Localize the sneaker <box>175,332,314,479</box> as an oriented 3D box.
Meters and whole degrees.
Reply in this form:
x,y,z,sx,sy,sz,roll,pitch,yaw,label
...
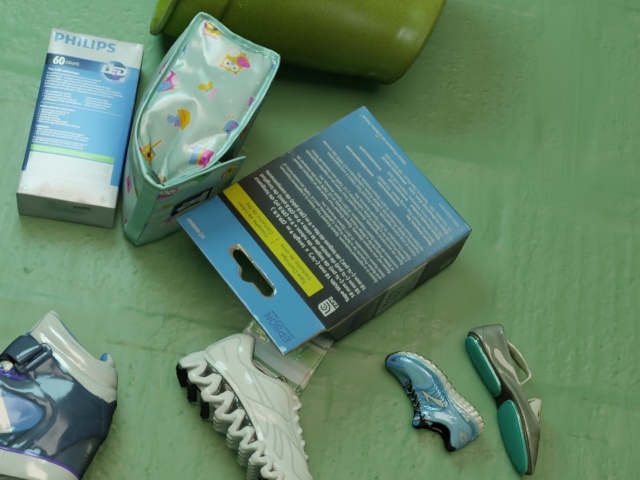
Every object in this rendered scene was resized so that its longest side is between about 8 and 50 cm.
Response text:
x,y,z,sx,sy,sz,roll,pitch,yaw,label
-0.062,0.245,1.638,0.118,0.110,0.292,-31,77,-21,sneaker

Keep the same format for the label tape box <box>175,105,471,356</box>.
x,y,z,sx,sy,sz,roll,pitch,yaw,label
0.000,0.000,1.741,0.333,0.106,0.241,-32,74,-25,label tape box

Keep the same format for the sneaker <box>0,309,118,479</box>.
x,y,z,sx,sy,sz,roll,pitch,yaw,label
-0.415,0.183,1.602,0.322,0.130,0.236,16,56,2,sneaker

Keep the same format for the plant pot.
x,y,z,sx,sy,sz,roll,pitch,yaw,label
-0.010,-0.391,1.813,0.353,0.366,0.367,22,65,-14,plant pot

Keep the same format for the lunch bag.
x,y,z,sx,sy,sz,roll,pitch,yaw,label
-0.178,-0.132,1.712,0.160,0.223,0.262,27,66,-7,lunch bag

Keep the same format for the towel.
x,y,z,sx,sy,sz,roll,pitch,yaw,label
-0.038,0.123,1.741,0.113,0.023,0.152,34,65,4,towel

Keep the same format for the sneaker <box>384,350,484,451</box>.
x,y,z,sx,sy,sz,roll,pitch,yaw,label
0.143,0.215,1.715,0.073,0.063,0.162,-42,80,-19,sneaker

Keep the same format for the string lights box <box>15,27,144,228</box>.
x,y,z,sx,sy,sz,roll,pitch,yaw,label
-0.330,-0.157,1.776,0.133,0.077,0.260,10,66,-7,string lights box

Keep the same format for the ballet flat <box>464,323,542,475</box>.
x,y,z,sx,sy,sz,roll,pitch,yaw,label
0.264,0.209,1.735,0.068,0.072,0.213,-14,70,-20,ballet flat
